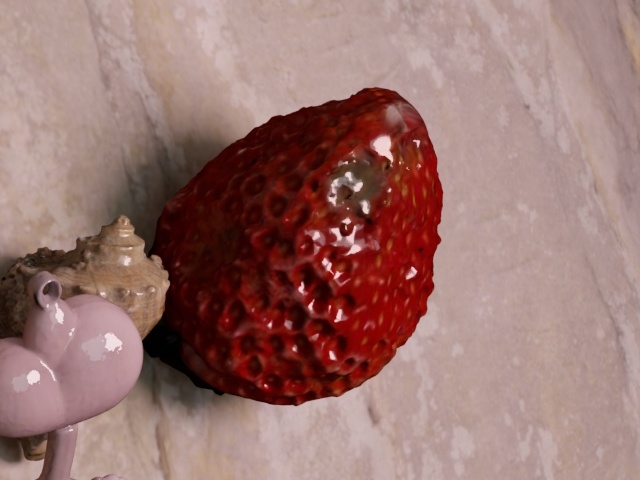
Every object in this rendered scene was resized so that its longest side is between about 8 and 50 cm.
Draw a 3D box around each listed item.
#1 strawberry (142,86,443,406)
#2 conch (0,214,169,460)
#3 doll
[{"bbox_3d":[-0.001,0.012,1.822,0.292,0.310,0.292,14,71,-46],"label":"strawberry"},{"bbox_3d":[-0.216,0.086,1.711,0.178,0.163,0.245,0,113,-56],"label":"conch"},{"bbox_3d":[-0.229,0.183,1.600,0.160,0.094,0.365,-16,126,-31],"label":"doll"}]
